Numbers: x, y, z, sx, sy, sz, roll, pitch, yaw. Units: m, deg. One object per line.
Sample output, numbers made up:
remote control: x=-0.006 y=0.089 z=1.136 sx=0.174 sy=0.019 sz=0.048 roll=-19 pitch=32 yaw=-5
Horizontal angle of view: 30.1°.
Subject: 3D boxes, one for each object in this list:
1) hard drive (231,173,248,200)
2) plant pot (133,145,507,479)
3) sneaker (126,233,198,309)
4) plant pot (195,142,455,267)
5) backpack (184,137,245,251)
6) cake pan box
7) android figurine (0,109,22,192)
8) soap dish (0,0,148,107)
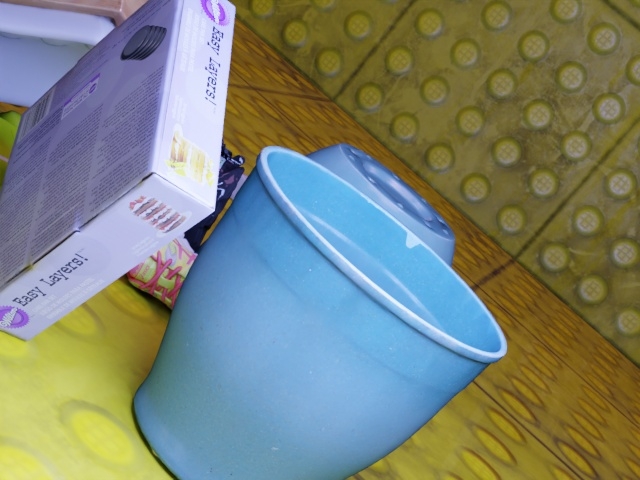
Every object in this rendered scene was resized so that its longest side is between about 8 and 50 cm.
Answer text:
hard drive: x=0.000 y=0.000 z=1.890 sx=0.307 sy=0.040 sz=0.203 roll=23 pitch=21 yaw=-51
plant pot: x=-0.020 y=0.100 z=1.056 sx=0.271 sy=0.255 sz=0.271 roll=37 pitch=15 yaw=-11
sneaker: x=-0.162 y=0.040 z=1.277 sx=0.208 sy=0.081 sz=0.094 roll=38 pitch=19 yaw=24
plant pot: x=0.021 y=0.026 z=1.452 sx=0.293 sy=0.235 sz=0.293 roll=37 pitch=14 yaw=-11
backpack: x=-0.199 y=-0.074 z=1.400 sx=0.182 sy=0.152 sz=0.115 roll=32 pitch=19 yaw=-9
cake pan box: x=-0.188 y=-0.069 z=1.017 sx=0.070 sy=0.267 sz=0.246 roll=35 pitch=38 yaw=-31
android figurine: x=-0.338 y=-0.078 z=1.207 sx=0.248 sy=0.056 sz=0.273 roll=31 pitch=16 yaw=-34
soap dish: x=-0.307 y=-0.233 z=1.301 sx=0.291 sy=0.118 sz=0.229 roll=10 pitch=-18 yaw=13
